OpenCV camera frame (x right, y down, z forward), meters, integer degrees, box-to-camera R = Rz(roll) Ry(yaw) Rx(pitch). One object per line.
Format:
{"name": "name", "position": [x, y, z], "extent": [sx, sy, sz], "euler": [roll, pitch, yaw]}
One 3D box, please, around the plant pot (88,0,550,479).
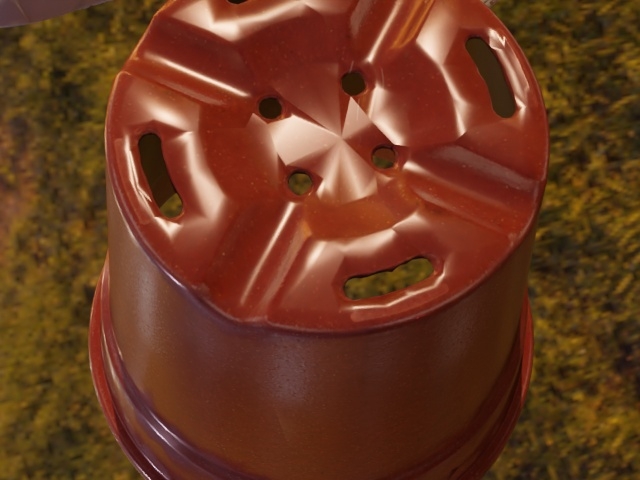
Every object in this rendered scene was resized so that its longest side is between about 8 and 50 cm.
{"name": "plant pot", "position": [0.000, 0.000, 0.762], "extent": [0.272, 0.272, 0.265], "euler": [60, 166, 20]}

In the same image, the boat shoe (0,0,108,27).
{"name": "boat shoe", "position": [-0.160, -0.224, 0.952], "extent": [0.121, 0.335, 0.119], "euler": [-123, 24, -54]}

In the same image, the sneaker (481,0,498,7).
{"name": "sneaker", "position": [0.067, -0.152, 0.877], "extent": [0.058, 0.152, 0.084], "euler": [53, -175, -14]}
